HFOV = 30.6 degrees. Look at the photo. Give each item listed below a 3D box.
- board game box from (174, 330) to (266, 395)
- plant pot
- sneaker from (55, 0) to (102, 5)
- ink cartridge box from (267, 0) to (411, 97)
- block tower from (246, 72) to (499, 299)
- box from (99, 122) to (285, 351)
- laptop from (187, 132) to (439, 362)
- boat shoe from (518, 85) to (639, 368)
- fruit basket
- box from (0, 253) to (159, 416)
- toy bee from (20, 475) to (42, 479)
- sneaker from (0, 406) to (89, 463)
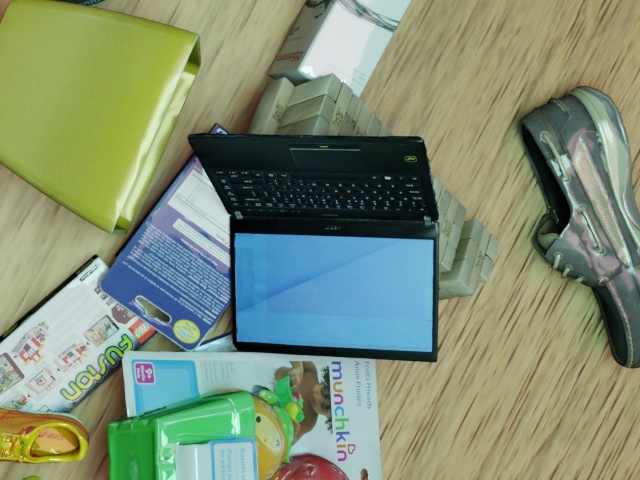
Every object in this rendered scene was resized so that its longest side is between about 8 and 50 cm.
[{"bbox_3d":[-0.116,0.158,1.372,0.090,0.020,0.090,-19,100,-15],"label":"board game box"},{"bbox_3d":[-0.252,-0.140,1.215,0.187,0.212,0.212,23,88,-6],"label":"plant pot"},{"bbox_3d":[-0.299,-0.404,1.210,0.140,0.125,0.341,-34,101,-6],"label":"sneaker"},{"bbox_3d":[0.032,-0.251,1.315,0.082,0.139,0.190,30,86,-18],"label":"ink cartridge box"},{"bbox_3d":[0.066,-0.050,1.307,0.335,0.097,0.091,40,54,-32],"label":"block tower"},{"bbox_3d":[-0.130,-0.002,1.303,0.136,0.036,0.225,37,92,-14],"label":"box"},{"bbox_3d":[-0.001,0.012,1.199,0.234,0.264,0.136,2,65,12],"label":"laptop"},{"bbox_3d":[0.327,-0.008,1.448,0.130,0.132,0.355,-15,91,-5],"label":"boat shoe"},{"bbox_3d":[-0.054,0.283,1.289,0.353,0.165,0.327,5,77,-33],"label":"fruit basket"},{"bbox_3d":[-0.291,0.126,1.307,0.207,0.036,0.114,-42,105,-9],"label":"box"},{"bbox_3d":[-0.345,0.343,1.248,0.298,0.162,0.195,26,85,-17],"label":"toy bee"},{"bbox_3d":[-0.335,0.209,1.247,0.175,0.067,0.064,-1,97,-15],"label":"sneaker"}]
